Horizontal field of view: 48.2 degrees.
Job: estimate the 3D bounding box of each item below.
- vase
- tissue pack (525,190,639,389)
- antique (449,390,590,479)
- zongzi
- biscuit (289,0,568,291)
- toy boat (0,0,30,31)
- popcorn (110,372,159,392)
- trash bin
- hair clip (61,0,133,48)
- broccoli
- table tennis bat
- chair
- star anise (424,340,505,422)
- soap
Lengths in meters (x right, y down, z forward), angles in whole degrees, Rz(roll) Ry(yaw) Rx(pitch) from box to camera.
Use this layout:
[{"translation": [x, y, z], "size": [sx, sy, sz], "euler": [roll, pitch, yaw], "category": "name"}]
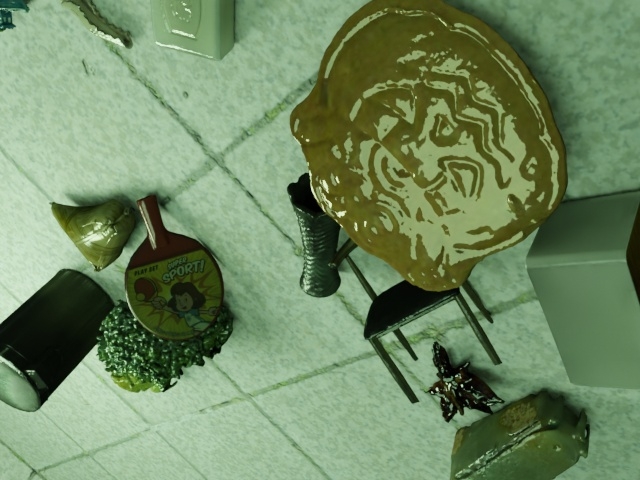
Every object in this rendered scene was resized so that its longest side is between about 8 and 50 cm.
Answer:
[{"translation": [0.000, 0.000, 1.254], "size": [0.115, 0.115, 0.237], "euler": [19, 138, 17], "category": "vase"}, {"translation": [0.409, 0.075, 1.022], "size": [0.136, 0.159, 0.246], "euler": [-6, 123, 37], "category": "tissue pack"}, {"translation": [0.375, 0.391, 1.348], "size": [0.125, 0.150, 0.284], "euler": [38, 129, -6], "category": "antique"}, {"translation": [-0.496, -0.050, 1.533], "size": [0.197, 0.099, 0.194], "euler": [46, 136, -1], "category": "zongzi"}, {"translation": [0.138, -0.131, 0.999], "size": [0.385, 0.062, 0.365], "euler": [47, 123, 4], "category": "biscuit"}, {"translation": [-0.576, -0.409, 1.289], "size": [0.137, 0.060, 0.060], "euler": [-7, 103, 29], "category": "toy boat"}, {"translation": [-0.460, 0.323, 1.800], "size": [0.142, 0.135, 0.162], "euler": [-3, 123, 25], "category": "popcorn"}, {"translation": [-0.656, 0.234, 1.726], "size": [0.252, 0.301, 0.203], "euler": [-9, 120, 34], "category": "trash bin"}, {"translation": [-0.415, -0.399, 1.218], "size": [0.226, 0.034, 0.072], "euler": [44, 140, -11], "category": "hair clip"}, {"translation": [-0.345, 0.214, 1.623], "size": [0.288, 0.247, 0.245], "euler": [18, 171, 5], "category": "broccoli"}, {"translation": [-0.313, 0.058, 1.477], "size": [0.038, 0.200, 0.310], "euler": [-146, 39, -75], "category": "table tennis bat"}, {"translation": [0.153, 0.098, 1.173], "size": [0.188, 0.166, 0.272], "euler": [-30, 102, 16], "category": "chair"}, {"translation": [0.275, 0.284, 1.362], "size": [0.157, 0.053, 0.212], "euler": [19, 133, 21], "category": "star anise"}, {"translation": [-0.193, -0.375, 1.078], "size": [0.121, 0.064, 0.183], "euler": [19, 135, 14], "category": "soap"}]
